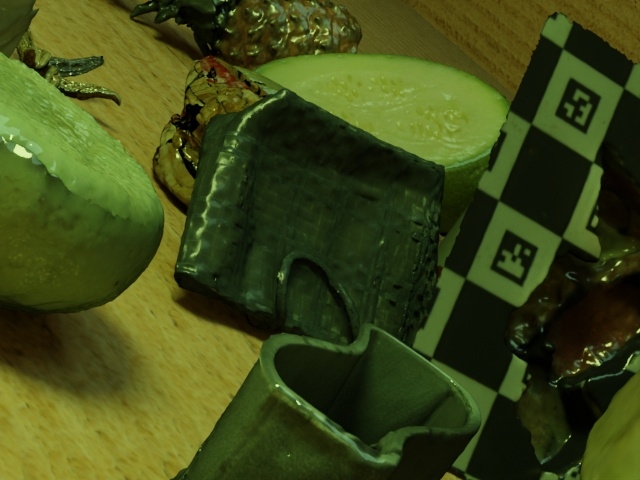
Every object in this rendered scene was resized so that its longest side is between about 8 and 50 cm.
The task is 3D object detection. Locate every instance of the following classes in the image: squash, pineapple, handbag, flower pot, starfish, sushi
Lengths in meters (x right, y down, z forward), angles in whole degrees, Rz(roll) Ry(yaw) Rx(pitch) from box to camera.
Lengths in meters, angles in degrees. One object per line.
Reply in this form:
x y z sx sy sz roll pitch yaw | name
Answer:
0.063 -0.126 1.797 0.260 0.189 0.189 30 13 -39 | squash
-0.110 -0.254 1.964 0.310 0.141 0.170 26 15 -5 | pineapple
0.000 0.000 1.307 0.089 0.175 0.270 -15 -29 43 | handbag
0.004 0.119 0.965 0.103 0.108 0.229 39 13 16 | flower pot
-0.232 -0.154 1.475 0.130 0.041 0.133 48 15 23 | starfish
0.232 0.059 1.349 0.359 0.343 0.064 28 -11 -24 | sushi

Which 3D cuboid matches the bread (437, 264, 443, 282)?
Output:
0.077 0.056 1.417 0.085 0.085 0.053 45 9 37 | bread

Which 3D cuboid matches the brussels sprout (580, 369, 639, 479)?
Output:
0.353 0.211 1.137 0.371 0.276 0.315 32 10 -9 | brussels sprout

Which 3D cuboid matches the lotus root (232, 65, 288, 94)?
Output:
-0.040 -0.095 1.643 0.183 0.090 0.077 37 -14 0 | lotus root

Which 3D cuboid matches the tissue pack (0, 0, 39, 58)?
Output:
-0.313 -0.161 1.076 0.209 0.148 0.156 41 14 20 | tissue pack

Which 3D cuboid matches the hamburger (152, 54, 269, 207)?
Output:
-0.038 -0.056 1.486 0.231 0.107 0.231 34 9 -6 | hamburger

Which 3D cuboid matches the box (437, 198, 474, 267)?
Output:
0.193 0.070 1.510 0.226 0.149 0.226 34 13 -9 | box

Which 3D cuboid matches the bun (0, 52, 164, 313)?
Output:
-0.188 -0.031 0.988 0.195 0.118 0.195 42 9 -8 | bun
